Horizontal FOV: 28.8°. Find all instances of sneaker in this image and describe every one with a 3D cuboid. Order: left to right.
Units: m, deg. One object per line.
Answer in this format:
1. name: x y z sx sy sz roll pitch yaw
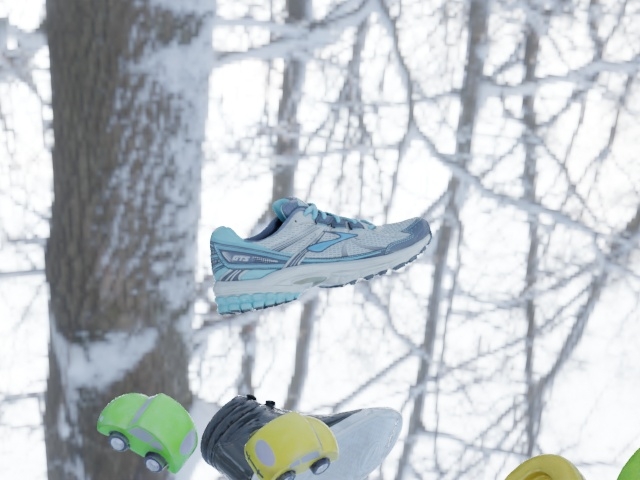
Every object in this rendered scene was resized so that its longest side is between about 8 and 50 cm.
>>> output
1. sneaker: -0.024 0.236 1.545 0.147 0.104 0.296 28 -157 35
2. sneaker: 0.000 0.000 1.502 0.283 0.122 0.110 -16 -177 -17

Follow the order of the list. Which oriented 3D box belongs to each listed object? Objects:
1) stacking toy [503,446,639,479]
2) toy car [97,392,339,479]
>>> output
1. stacking toy: 0.282 0.321 1.079 0.130 0.279 0.309 35 -136 -26
2. toy car: -0.109 0.207 1.191 0.225 0.053 0.239 28 -140 6
